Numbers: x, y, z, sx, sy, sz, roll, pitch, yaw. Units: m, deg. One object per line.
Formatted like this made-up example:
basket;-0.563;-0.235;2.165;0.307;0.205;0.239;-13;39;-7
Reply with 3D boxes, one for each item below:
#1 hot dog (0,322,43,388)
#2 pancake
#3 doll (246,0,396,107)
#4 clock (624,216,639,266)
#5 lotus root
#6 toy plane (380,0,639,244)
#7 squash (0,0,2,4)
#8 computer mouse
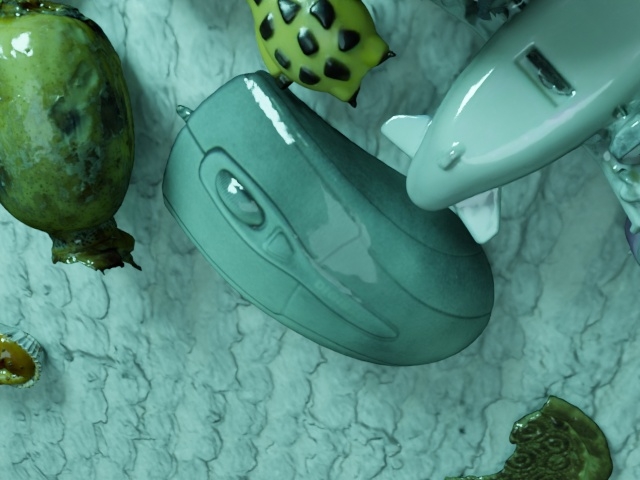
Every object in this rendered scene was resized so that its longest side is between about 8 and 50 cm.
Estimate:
hot dog;-0.430;0.133;0.844;0.192;0.053;0.099;17;123;7
pancake;0.231;0.247;0.768;0.184;0.020;0.190;3;117;13
doll;-0.068;-0.221;0.558;0.291;0.086;0.117;37;115;-7
clock;0.411;-0.016;0.552;0.228;0.090;0.248;36;117;-7
lotus root;-0.242;-0.082;0.635;0.154;0.154;0.278;0;117;13
toy plane;0.171;-0.116;0.531;0.267;0.123;0.266;3;98;22
squash;-0.316;-0.328;0.582;0.252;0.049;0.252;5;116;9
computer mouse;0.000;0.000;0.643;0.371;0.122;0.188;39;118;-4
